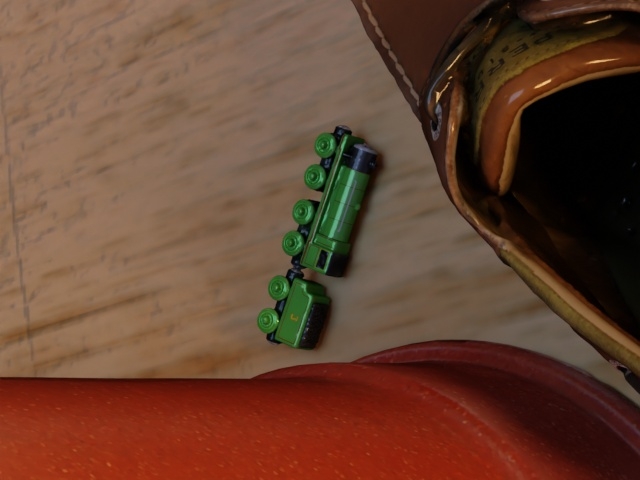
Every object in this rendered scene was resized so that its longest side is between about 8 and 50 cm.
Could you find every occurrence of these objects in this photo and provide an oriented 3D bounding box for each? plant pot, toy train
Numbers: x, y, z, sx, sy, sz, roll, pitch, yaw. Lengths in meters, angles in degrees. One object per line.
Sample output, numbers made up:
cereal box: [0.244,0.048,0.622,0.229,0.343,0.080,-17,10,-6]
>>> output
plant pot: [-0.051,0.148,0.515,0.272,0.265,0.272,-10,74,41]
toy train: [0.000,0.000,0.671,0.024,0.017,0.083,23,97,34]

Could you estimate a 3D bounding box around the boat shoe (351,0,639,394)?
boat shoe: [0.084,-0.043,0.539,0.307,0.104,0.111,49,114,38]
